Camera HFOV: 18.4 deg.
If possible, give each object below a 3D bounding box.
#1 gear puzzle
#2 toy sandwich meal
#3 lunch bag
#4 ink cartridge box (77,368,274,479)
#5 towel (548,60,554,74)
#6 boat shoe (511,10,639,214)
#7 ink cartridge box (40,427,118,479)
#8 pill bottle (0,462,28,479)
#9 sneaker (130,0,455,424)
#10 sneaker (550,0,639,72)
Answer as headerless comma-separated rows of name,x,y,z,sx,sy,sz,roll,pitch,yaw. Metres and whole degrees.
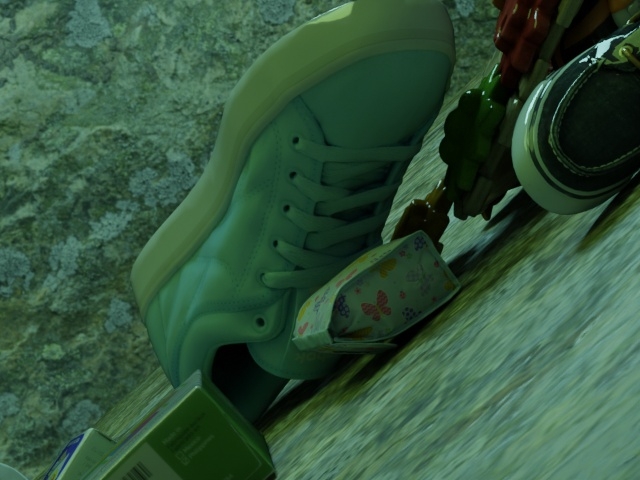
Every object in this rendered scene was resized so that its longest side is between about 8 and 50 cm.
gear puzzle,0.104,-0.110,1.198,0.175,0.044,0.339,-80,13,-65
toy sandwich meal,0.128,-0.045,1.270,0.085,0.029,0.085,-44,14,13
lunch bag,0.028,0.038,1.113,0.083,0.053,0.071,-33,2,-19
ink cartridge box,-0.089,0.133,1.125,0.109,0.062,0.209,-43,2,-2
towel,0.310,-0.272,1.883,0.199,0.031,0.275,-45,-5,-23
boat shoe,0.166,-0.086,0.957,0.183,0.065,0.083,-43,1,-36
ink cartridge box,-0.199,0.223,1.281,0.208,0.045,0.206,-56,6,-14
pill bottle,-0.310,0.258,1.642,0.121,0.121,0.221,-44,4,-34
sneaker,0.000,0.000,1.217,0.135,0.150,0.366,-9,-28,-30
sneaker,0.244,-0.211,1.214,0.321,0.124,0.180,-43,4,-21
